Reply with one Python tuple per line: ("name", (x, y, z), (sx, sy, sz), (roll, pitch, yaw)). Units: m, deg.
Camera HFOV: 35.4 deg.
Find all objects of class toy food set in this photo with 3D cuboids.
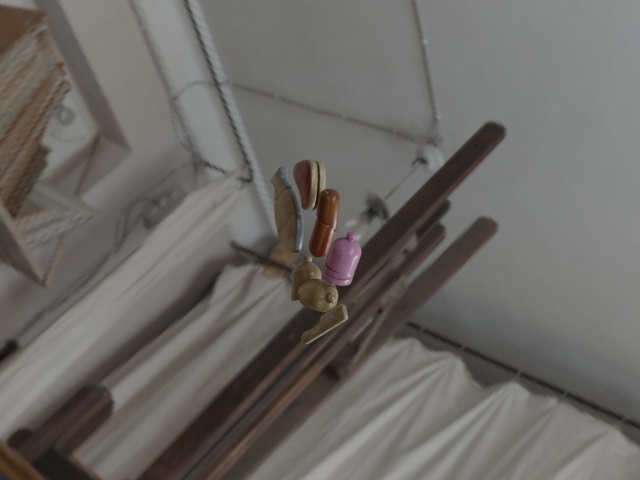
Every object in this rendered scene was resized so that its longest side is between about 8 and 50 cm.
("toy food set", (0.000, 0.000, 0.640), (0.078, 0.019, 0.122), (-38, -124, 54))
